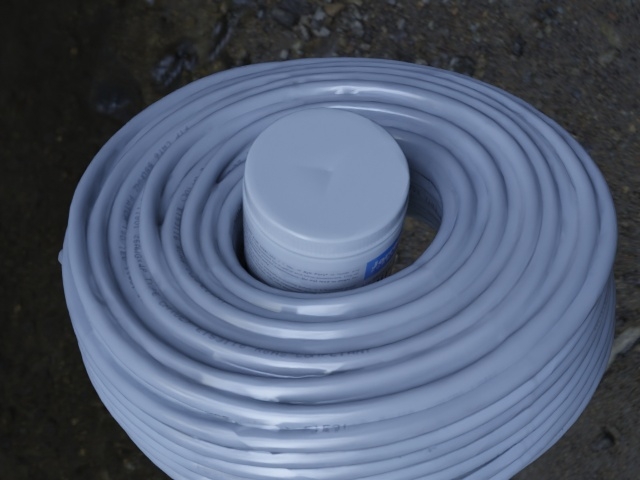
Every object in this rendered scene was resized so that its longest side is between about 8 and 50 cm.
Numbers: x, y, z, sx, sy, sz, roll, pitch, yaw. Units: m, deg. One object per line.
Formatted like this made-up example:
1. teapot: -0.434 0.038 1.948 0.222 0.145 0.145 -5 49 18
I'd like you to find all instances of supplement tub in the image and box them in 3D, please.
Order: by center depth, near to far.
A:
1. supplement tub: 0.000 0.000 0.408 0.071 0.107 0.071 2 59 -3

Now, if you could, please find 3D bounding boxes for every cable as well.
1. cable: 0.010 0.006 0.433 0.257 0.089 0.257 -22 46 -14
